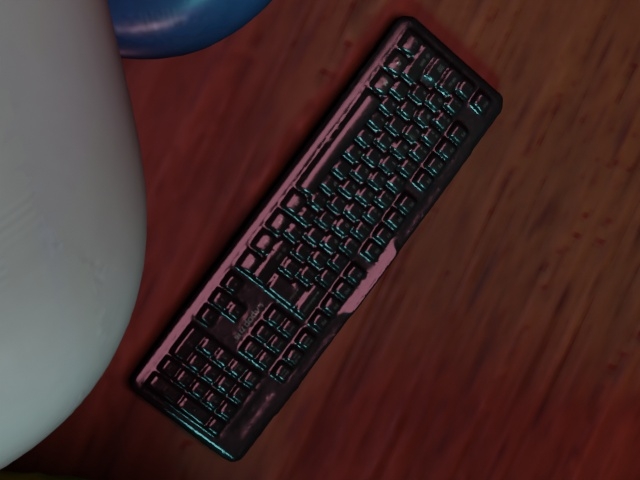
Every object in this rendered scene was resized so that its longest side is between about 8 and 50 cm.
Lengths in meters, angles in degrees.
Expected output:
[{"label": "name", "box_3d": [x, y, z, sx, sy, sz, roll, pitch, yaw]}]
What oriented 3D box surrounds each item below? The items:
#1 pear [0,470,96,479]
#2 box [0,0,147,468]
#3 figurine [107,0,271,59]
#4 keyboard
[{"label": "pear", "box_3d": [-0.161, 0.220, 0.494, 0.318, 0.238, 0.342, 20, 106, -11]}, {"label": "box", "box_3d": [-0.220, -0.035, 0.407, 0.349, 0.141, 0.289, -16, 124, -8]}, {"label": "figurine", "box_3d": [0.043, -0.207, 0.471, 0.416, 0.298, 0.243, -23, 110, 22]}, {"label": "keyboard", "box_3d": [0.000, 0.000, 0.653, 0.053, 0.010, 0.155, 38, 85, -26]}]
